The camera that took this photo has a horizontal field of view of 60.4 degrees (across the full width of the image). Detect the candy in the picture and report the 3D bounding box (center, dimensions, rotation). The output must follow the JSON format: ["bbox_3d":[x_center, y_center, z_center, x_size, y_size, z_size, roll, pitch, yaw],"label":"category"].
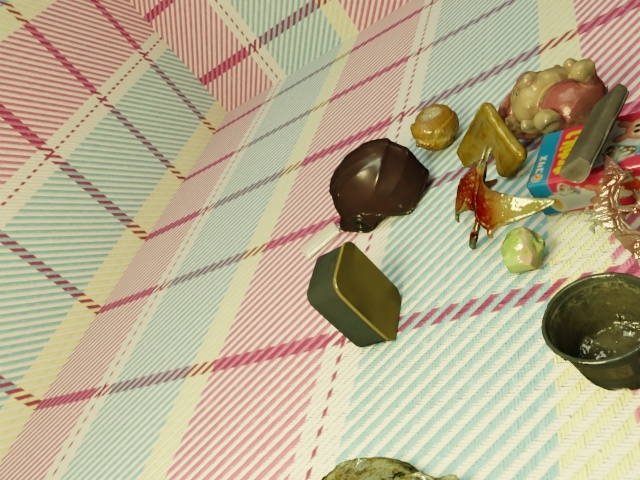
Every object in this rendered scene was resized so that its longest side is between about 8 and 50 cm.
[{"bbox_3d":[0.550,-0.146,0.996,0.306,0.100,0.157,-7,45,46],"label":"candy"}]

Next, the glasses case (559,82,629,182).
[{"bbox_3d":[0.485,-0.188,0.967,0.190,0.042,0.072,-55,-11,-21],"label":"glasses case"}]

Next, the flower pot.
[{"bbox_3d":[0.408,0.137,0.773,0.157,0.107,0.157,-31,27,18],"label":"flower pot"}]

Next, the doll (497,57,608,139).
[{"bbox_3d":[0.502,-0.307,1.207,0.196,0.152,0.256,-24,19,3],"label":"doll"}]

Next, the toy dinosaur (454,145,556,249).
[{"bbox_3d":[0.348,-0.085,1.084,0.327,0.113,0.206,95,178,-75],"label":"toy dinosaur"}]

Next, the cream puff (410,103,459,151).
[{"bbox_3d":[0.315,-0.303,1.499,0.126,0.103,0.144,-1,47,33],"label":"cream puff"}]

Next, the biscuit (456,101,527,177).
[{"bbox_3d":[0.394,-0.205,1.277,0.039,0.174,0.183,-11,55,-22],"label":"biscuit"}]

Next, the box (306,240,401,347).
[{"bbox_3d":[0.070,0.115,1.131,0.090,0.201,0.144,-25,33,36],"label":"box"}]

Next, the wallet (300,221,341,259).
[{"bbox_3d":[0.000,0.000,1.558,0.122,0.025,0.061,-40,35,4],"label":"wallet"}]

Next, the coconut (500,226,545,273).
[{"bbox_3d":[0.373,0.016,1.012,0.081,0.082,0.083,-25,9,39],"label":"coconut"}]

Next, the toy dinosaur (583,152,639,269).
[{"bbox_3d":[0.494,-0.045,0.909,0.108,0.032,0.220,-26,67,46],"label":"toy dinosaur"}]

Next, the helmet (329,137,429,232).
[{"bbox_3d":[0.125,-0.158,1.464,0.305,0.177,0.225,-22,36,31],"label":"helmet"}]

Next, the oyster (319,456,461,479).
[{"bbox_3d":[0.071,0.414,0.831,0.268,0.112,0.198,-22,12,47],"label":"oyster"}]
